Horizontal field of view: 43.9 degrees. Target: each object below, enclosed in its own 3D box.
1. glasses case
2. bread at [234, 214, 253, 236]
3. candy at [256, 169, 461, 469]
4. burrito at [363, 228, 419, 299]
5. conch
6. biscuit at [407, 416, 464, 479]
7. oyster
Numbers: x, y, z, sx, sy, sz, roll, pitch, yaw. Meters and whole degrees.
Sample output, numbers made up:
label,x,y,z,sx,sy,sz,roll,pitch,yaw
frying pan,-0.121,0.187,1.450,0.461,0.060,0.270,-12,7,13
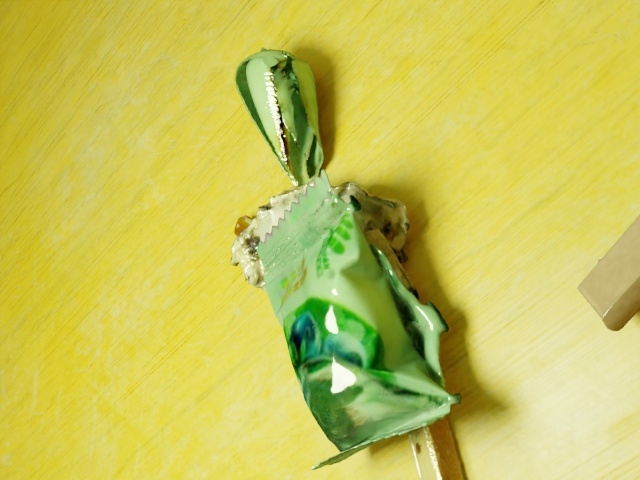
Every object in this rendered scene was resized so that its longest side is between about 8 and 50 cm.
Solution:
label,x,y,z,sx,sy,sz,roll,pitch,yaw
glasses case,0.412,0.018,0.996,0.193,0.070,0.102,-55,24,19
bread,-0.121,-0.014,1.461,0.083,0.036,0.047,30,108,39
candy,0.024,0.117,1.171,0.263,0.172,0.398,-41,67,39
burrito,0.107,0.049,1.203,0.041,0.055,0.149,-30,93,-8
conch,-0.060,-0.232,1.391,0.143,0.137,0.251,-37,59,27
biscuit,0.162,0.311,1.139,0.056,0.052,0.188,-36,57,41
oyster,0.001,-0.003,1.327,0.354,0.107,0.201,2,101,28
